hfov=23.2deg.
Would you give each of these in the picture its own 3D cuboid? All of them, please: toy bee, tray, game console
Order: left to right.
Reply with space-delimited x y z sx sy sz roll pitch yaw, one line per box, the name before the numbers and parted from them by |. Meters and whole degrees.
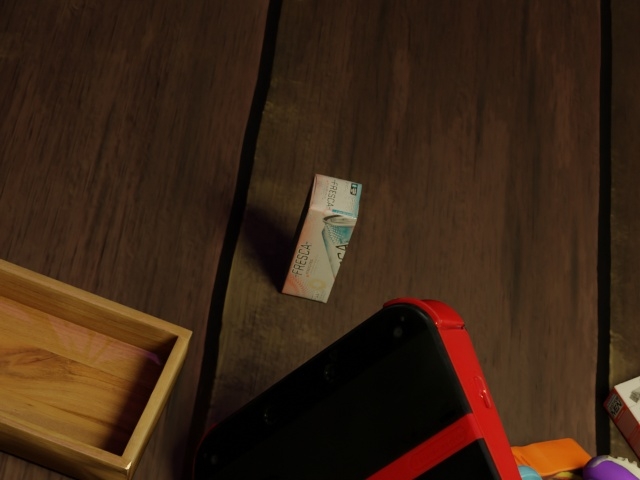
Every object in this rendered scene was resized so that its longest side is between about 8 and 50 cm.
tray | -0.379 0.129 1.818 0.411 0.076 0.203 21 52 2
game console | 0.036 0.277 1.644 0.060 0.386 0.342 17 44 -48
toy bee | 0.171 0.293 1.794 0.298 0.162 0.195 18 24 -19

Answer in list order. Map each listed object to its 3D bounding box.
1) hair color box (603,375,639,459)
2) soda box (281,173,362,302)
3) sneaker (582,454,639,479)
hair color box | 0.437 0.243 1.930 0.093 0.053 0.167 -18 61 -23
soda box | 0.000 0.000 1.929 0.063 0.183 0.058 13 52 -5
sneaker | 0.366 0.385 1.744 0.146 0.102 0.293 -33 86 -21
